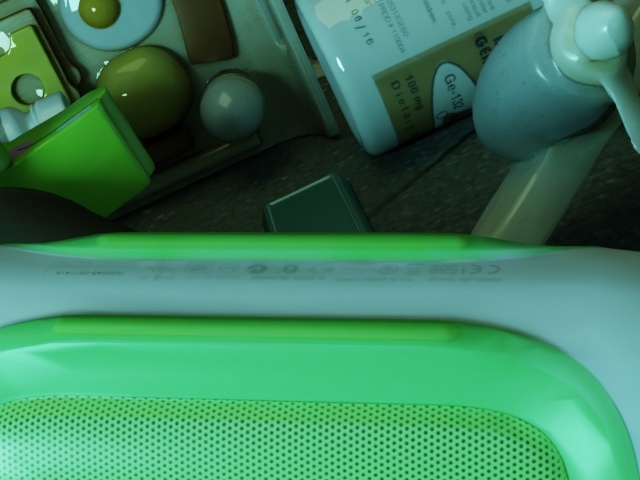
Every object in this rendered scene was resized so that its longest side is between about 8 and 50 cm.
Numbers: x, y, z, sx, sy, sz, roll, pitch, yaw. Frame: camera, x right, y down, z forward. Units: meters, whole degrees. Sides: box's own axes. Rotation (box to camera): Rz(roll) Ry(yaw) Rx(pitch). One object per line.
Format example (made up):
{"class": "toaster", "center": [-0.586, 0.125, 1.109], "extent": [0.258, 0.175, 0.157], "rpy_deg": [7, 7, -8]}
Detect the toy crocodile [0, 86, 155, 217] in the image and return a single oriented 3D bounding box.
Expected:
{"class": "toy crocodile", "center": [-0.240, 0.034, 0.815], "extent": [0.340, 0.115, 0.105], "rpy_deg": [-44, 28, -16]}

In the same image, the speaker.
{"class": "speaker", "center": [-0.010, 0.064, 0.481], "extent": [0.296, 0.131, 0.131], "rpy_deg": [0, 27, 11]}

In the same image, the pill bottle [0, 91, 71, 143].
{"class": "pill bottle", "center": [-0.223, -0.043, 0.958], "extent": [0.137, 0.078, 0.078], "rpy_deg": [-26, 21, -3]}

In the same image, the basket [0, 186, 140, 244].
{"class": "basket", "center": [-0.121, 0.063, 0.688], "extent": [0.204, 0.154, 0.227], "rpy_deg": [-18, 17, -34]}

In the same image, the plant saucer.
{"class": "plant saucer", "center": [0.000, 0.000, 0.880], "extent": [0.067, 0.018, 0.192], "rpy_deg": [-25, 20, 1]}

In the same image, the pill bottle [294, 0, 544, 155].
{"class": "pill bottle", "center": [0.109, -0.162, 0.981], "extent": [0.229, 0.131, 0.131], "rpy_deg": [-25, 21, 1]}

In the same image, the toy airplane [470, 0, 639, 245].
{"class": "toy airplane", "center": [0.210, -0.192, 0.733], "extent": [0.384, 0.272, 0.386], "rpy_deg": [-37, 28, 28]}

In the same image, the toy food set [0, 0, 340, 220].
{"class": "toy food set", "center": [-0.166, -0.113, 1.054], "extent": [0.306, 0.219, 0.092], "rpy_deg": [-24, 21, 2]}

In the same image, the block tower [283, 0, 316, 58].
{"class": "block tower", "center": [0.070, -0.250, 1.295], "extent": [0.335, 0.091, 0.097], "rpy_deg": [-19, 22, 18]}
